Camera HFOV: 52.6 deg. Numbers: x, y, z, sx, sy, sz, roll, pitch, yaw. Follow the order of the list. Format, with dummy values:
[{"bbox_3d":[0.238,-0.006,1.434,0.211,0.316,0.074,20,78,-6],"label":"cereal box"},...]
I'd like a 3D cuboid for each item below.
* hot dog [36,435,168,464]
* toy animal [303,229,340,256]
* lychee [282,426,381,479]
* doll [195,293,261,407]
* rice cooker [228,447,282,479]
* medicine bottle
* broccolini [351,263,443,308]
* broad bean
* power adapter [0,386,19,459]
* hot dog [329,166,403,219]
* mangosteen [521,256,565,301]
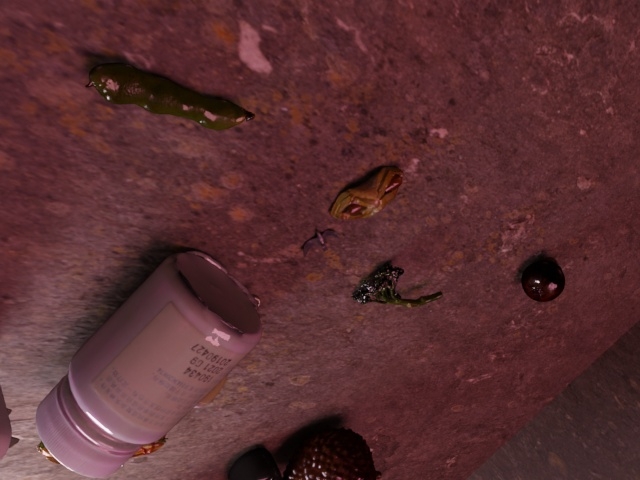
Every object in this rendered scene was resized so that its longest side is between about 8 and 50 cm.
[{"bbox_3d":[-0.435,0.410,1.301,0.250,0.076,0.104,5,129,-34],"label":"hot dog"},{"bbox_3d":[0.001,0.000,1.284,0.084,0.028,0.050,-27,151,-16],"label":"toy animal"},{"bbox_3d":[0.037,0.678,1.851,0.304,0.276,0.276,4,128,-26],"label":"lychee"},{"bbox_3d":[-0.220,0.221,1.279,0.141,0.117,0.296,41,88,-23],"label":"doll"},{"bbox_3d":[-0.175,0.659,1.771,0.142,0.118,0.203,-25,134,-22],"label":"rice cooker"},{"bbox_3d":[-0.293,0.213,1.112,0.378,0.213,0.213,-44,143,9],"label":"medicine bottle"},{"bbox_3d":[0.206,0.109,1.547,0.271,0.062,0.123,7,140,-37],"label":"broccolini"},{"bbox_3d":[-0.202,-0.192,0.890,0.256,0.053,0.052,8,86,-45],"label":"broad bean"},{"bbox_3d":[-0.559,0.257,0.957,0.124,0.187,0.255,-41,143,6],"label":"power adapter"},{"bbox_3d":[0.098,-0.083,1.249,0.169,0.061,0.078,-35,142,-5],"label":"hot dog"},{"bbox_3d":[0.654,0.108,1.885,0.140,0.140,0.140,-23,141,-20],"label":"mangosteen"}]
